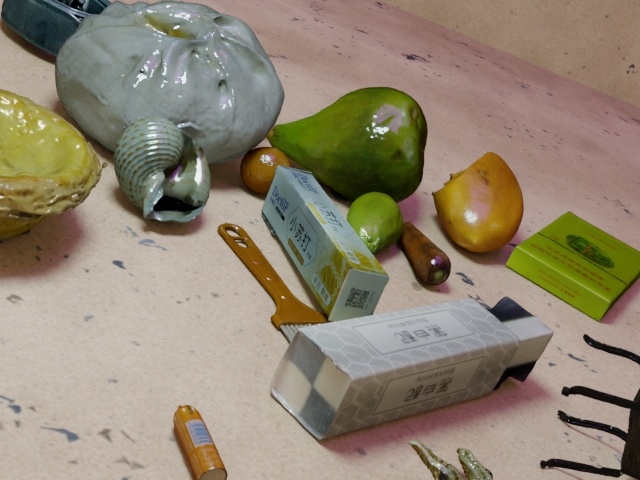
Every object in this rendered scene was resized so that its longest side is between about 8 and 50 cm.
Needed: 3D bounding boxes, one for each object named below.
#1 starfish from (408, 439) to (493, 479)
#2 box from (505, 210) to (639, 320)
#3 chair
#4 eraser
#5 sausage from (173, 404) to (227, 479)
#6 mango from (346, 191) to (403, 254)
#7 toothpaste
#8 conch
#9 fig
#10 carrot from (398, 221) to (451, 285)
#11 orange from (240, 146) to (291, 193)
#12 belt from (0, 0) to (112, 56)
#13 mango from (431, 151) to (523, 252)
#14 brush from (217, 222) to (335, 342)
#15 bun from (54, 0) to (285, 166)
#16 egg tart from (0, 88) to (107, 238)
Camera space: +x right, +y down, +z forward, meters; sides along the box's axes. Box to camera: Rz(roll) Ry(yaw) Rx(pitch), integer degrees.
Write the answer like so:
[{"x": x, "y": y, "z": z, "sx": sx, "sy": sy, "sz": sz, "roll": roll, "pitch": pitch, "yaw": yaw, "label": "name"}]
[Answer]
[{"x": 0.161, "y": 0.283, "z": 1.015, "sx": 0.176, "sy": 0.053, "sz": 0.208, "roll": -5, "pitch": 33, "yaw": -46, "label": "starfish"}, {"x": 0.474, "y": 0.037, "z": 1.817, "sx": 0.187, "sy": 0.047, "sz": 0.335, "roll": 32, "pitch": 26, "yaw": 19, "label": "box"}, {"x": 0.384, "y": 0.228, "z": 1.200, "sx": 0.213, "sy": 0.174, "sz": 0.149, "roll": 21, "pitch": 26, "yaw": 21, "label": "chair"}, {"x": 0.125, "y": 0.145, "z": 1.217, "sx": 0.403, "sy": 0.098, "sz": 0.096, "roll": -4, "pitch": 37, "yaw": -45, "label": "eraser"}, {"x": -0.119, "y": 0.195, "z": 0.973, "sx": 0.031, "sy": 0.031, "sz": 0.107, "roll": 9, "pitch": 28, "yaw": -30, "label": "sausage"}, {"x": 0.084, "y": -0.026, "z": 1.559, "sx": 0.091, "sy": 0.074, "sz": 0.165, "roll": 26, "pitch": 24, "yaw": 0, "label": "mango"}, {"x": 0.000, "y": 0.000, "z": 1.397, "sx": 0.071, "sy": 0.089, "sz": 0.313, "roll": 11, "pitch": 24, "yaw": -26, "label": "toothpaste"}, {"x": -0.221, "y": -0.094, "z": 1.387, "sx": 0.135, "sy": 0.153, "sz": 0.102, "roll": 9, "pitch": -12, "yaw": -30, "label": "conch"}, {"x": 0.041, "y": -0.157, "z": 1.705, "sx": 0.275, "sy": 0.206, "sz": 0.206, "roll": 1, "pitch": 20, "yaw": 14, "label": "fig"}, {"x": 0.158, "y": 0.019, "z": 1.569, "sx": 0.055, "sy": 0.055, "sz": 0.161, "roll": 14, "pitch": 18, "yaw": -20, "label": "carrot"}, {"x": -0.086, "y": -0.112, "z": 1.582, "sx": 0.085, "sy": 0.085, "sz": 0.085, "roll": 19, "pitch": 24, "yaw": -9, "label": "orange"}, {"x": -0.455, "y": -0.402, "z": 1.803, "sx": 0.206, "sy": 0.116, "sz": 0.267, "roll": 10, "pitch": 24, "yaw": -37, "label": "belt"}, {"x": 0.278, "y": -0.062, "z": 1.751, "sx": 0.154, "sy": 0.126, "sz": 0.252, "roll": 40, "pitch": 31, "yaw": -11, "label": "mango"}, {"x": -0.060, "y": 0.059, "z": 1.330, "sx": 0.090, "sy": 0.017, "sz": 0.314, "roll": 4, "pitch": 29, "yaw": -36, "label": "brush"}, {"x": -0.226, "y": -0.264, "z": 1.559, "sx": 0.354, "sy": 0.194, "sz": 0.354, "roll": 8, "pitch": 40, "yaw": -7, "label": "bun"}, {"x": -0.416, "y": -0.086, "z": 1.184, "sx": 0.314, "sy": 0.120, "sz": 0.315, "roll": 18, "pitch": 25, "yaw": -8, "label": "egg tart"}]
